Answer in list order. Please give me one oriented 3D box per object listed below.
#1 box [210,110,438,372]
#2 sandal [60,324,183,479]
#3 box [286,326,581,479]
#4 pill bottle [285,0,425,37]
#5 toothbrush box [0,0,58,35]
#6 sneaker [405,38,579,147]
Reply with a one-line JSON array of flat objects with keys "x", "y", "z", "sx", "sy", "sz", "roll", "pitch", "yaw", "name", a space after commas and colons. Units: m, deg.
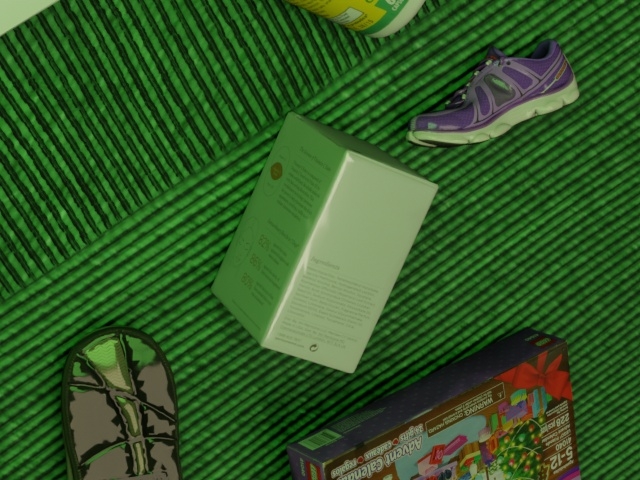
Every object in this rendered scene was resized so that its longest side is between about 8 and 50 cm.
[{"x": 0.000, "y": 0.000, "z": 1.215, "sx": 0.091, "sy": 0.130, "sz": 0.170, "roll": 20, "pitch": 100, "yaw": -28, "name": "box"}, {"x": -0.169, "y": 0.220, "z": 1.254, "sx": 0.120, "sy": 0.086, "sz": 0.303, "roll": 3, "pitch": 93, "yaw": -19, "name": "sandal"}, {"x": 0.113, "y": 0.224, "z": 1.343, "sx": 0.293, "sy": 0.057, "sz": 0.201, "roll": -22, "pitch": 114, "yaw": -32, "name": "box"}, {"x": -0.019, "y": -0.241, "z": 1.125, "sx": 0.208, "sy": 0.117, "sz": 0.117, "roll": 20, "pitch": 100, "yaw": -28, "name": "pill bottle"}, {"x": -0.298, "y": -0.268, "z": 0.986, "sx": 0.216, "sy": 0.126, "sz": 0.295, "roll": -35, "pitch": 118, "yaw": -10, "name": "toothbrush box"}, {"x": 0.142, "y": -0.127, "z": 1.282, "sx": 0.170, "sy": 0.068, "sz": 0.071, "roll": -25, "pitch": 102, "yaw": -23, "name": "sneaker"}]
